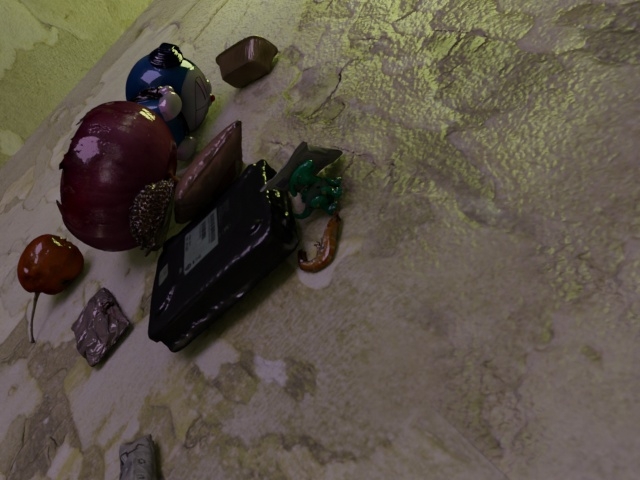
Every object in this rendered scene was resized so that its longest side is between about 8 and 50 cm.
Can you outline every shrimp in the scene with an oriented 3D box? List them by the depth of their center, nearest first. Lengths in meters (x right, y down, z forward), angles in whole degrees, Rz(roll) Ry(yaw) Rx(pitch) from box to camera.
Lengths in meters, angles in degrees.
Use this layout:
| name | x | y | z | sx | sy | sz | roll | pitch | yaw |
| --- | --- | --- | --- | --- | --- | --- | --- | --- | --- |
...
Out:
| name | x | y | z | sx | sy | sz | roll | pitch | yaw |
| --- | --- | --- | --- | --- | --- | --- | --- | --- | --- |
| shrimp | 0.000 | 0.000 | 1.403 | 0.091 | 0.025 | 0.127 | -8 | 51 | 48 |

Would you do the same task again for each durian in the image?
| name | x | y | z | sx | sy | sz | roll | pitch | yaw |
| --- | --- | --- | --- | --- | --- | --- | --- | --- | --- |
| durian | -0.367 | -0.048 | 1.682 | 0.148 | 0.091 | 0.188 | 118 | 159 | -58 |

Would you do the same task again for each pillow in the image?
| name | x | y | z | sx | sy | sz | roll | pitch | yaw |
| --- | --- | --- | --- | --- | --- | --- | --- | --- | --- |
| pillow | -0.241 | -0.139 | 1.714 | 0.223 | 0.084 | 0.236 | -52 | -1 | -14 |
| pillow | -0.509 | 0.190 | 1.785 | 0.135 | 0.049 | 0.248 | -54 | 29 | -3 |

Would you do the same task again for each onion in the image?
| name | x | y | z | sx | sy | sz | roll | pitch | yaw |
| --- | --- | --- | --- | --- | --- | --- | --- | --- | --- |
| onion | -0.453 | -0.135 | 1.851 | 0.345 | 0.358 | 0.358 | 35 | 81 | 16 |

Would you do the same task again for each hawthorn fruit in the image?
| name | x | y | z | sx | sy | sz | roll | pitch | yaw |
| --- | --- | --- | --- | --- | --- | --- | --- | --- | --- |
| hawthorn fruit | -0.730 | 0.124 | 2.062 | 0.165 | 0.165 | 0.285 | 3 | 73 | 52 |

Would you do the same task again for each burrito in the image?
| name | x | y | z | sx | sy | sz | roll | pitch | yaw |
| --- | --- | --- | --- | --- | --- | --- | --- | --- | --- |
| burrito | -0.300 | 0.396 | 1.292 | 0.064 | 0.064 | 0.203 | -41 | 31 | 10 |

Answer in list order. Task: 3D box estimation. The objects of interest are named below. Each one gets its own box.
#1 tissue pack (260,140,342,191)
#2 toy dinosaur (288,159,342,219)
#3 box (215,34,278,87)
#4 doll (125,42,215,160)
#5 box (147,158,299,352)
| name | x | y | z | sx | sy | sz | roll | pitch | yaw |
| --- | --- | --- | --- | --- | --- | --- | --- | --- | --- |
| tissue pack | -0.034 | -0.134 | 1.489 | 0.122 | 0.026 | 0.193 | -46 | -13 | 17 |
| toy dinosaur | -0.016 | -0.088 | 1.444 | 0.059 | 0.096 | 0.132 | -91 | 20 | -50 |
| box | -0.199 | -0.484 | 2.112 | 0.177 | 0.111 | 0.111 | -19 | 41 | 38 |
| doll | -0.418 | -0.372 | 2.120 | 0.240 | 0.284 | 0.309 | 10 | 46 | 5 |
| box | -0.202 | 0.019 | 1.557 | 0.350 | 0.091 | 0.359 | -40 | 26 | 13 |
